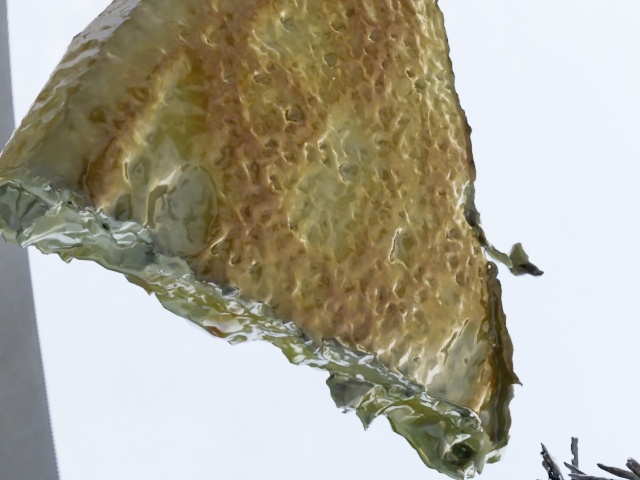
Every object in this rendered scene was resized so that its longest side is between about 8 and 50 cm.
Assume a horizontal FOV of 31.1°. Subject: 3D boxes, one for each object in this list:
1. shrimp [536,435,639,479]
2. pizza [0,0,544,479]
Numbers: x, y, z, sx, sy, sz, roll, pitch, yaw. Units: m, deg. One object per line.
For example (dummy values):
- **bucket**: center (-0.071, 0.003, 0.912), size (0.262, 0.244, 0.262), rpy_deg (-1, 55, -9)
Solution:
- **shrimp**: center (0.105, 0.110, 0.380), size (0.057, 0.165, 0.065), rpy_deg (-33, -58, -7)
- **pizza**: center (0.000, 0.000, 0.518), size (0.280, 0.075, 0.287), rpy_deg (-40, -71, -39)
